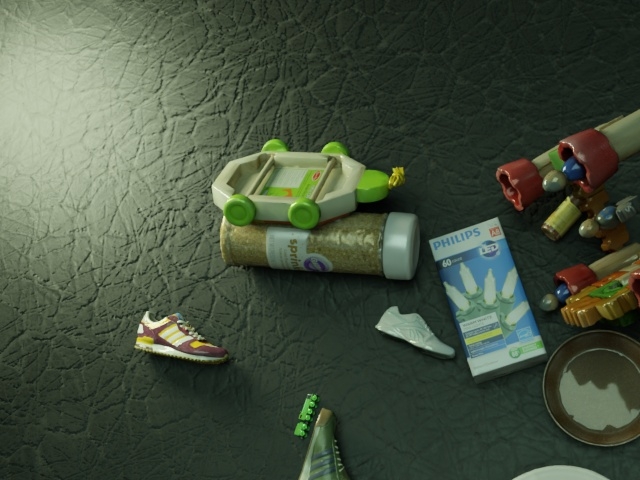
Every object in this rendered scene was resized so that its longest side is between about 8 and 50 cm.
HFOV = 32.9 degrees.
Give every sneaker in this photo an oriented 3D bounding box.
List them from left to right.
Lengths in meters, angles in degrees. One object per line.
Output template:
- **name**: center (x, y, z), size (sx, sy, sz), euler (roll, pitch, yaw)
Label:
- **sneaker**: center (-0.254, 0.178, 2.009), size (0.185, 0.069, 0.084), euler (9, 79, 14)
- **sneaker**: center (0.015, 0.396, 1.885), size (0.086, 0.064, 0.192), euler (15, 76, 9)
- **sneaker**: center (0.175, 0.163, 1.928), size (0.152, 0.053, 0.061), euler (24, 76, 19)

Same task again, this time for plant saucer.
- **plant saucer**: center (0.478, 0.252, 1.839), size (0.198, 0.036, 0.198), euler (-4, 71, 12)

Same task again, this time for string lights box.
- **string lights box**: center (0.294, 0.106, 1.907), size (0.133, 0.077, 0.259), euler (-19, 69, 7)

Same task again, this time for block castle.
- **block castle**: center (0.433, -0.021, 1.699), size (0.213, 0.453, 0.303), euler (-29, 90, -5)

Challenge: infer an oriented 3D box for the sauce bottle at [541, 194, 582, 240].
- **sauce bottle**: center (0.452, -0.056, 1.946), size (0.042, 0.042, 0.128), euler (41, 82, 21)

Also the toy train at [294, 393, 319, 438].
- **toy train**: center (-0.025, 0.313, 1.942), size (0.024, 0.017, 0.083), euler (12, 75, 27)

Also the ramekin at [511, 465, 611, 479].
- **ramekin**: center (0.388, 0.500, 1.701), size (0.273, 0.127, 0.273), euler (-12, 58, 20)

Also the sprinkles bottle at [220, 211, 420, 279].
- **sprinkles bottle**: center (0.000, 0.000, 1.985), size (0.355, 0.121, 0.121), euler (4, 73, 14)

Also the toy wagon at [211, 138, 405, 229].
- **toy wagon**: center (-0.018, -0.099, 1.972), size (0.344, 0.068, 0.267), euler (4, 29, 13)
